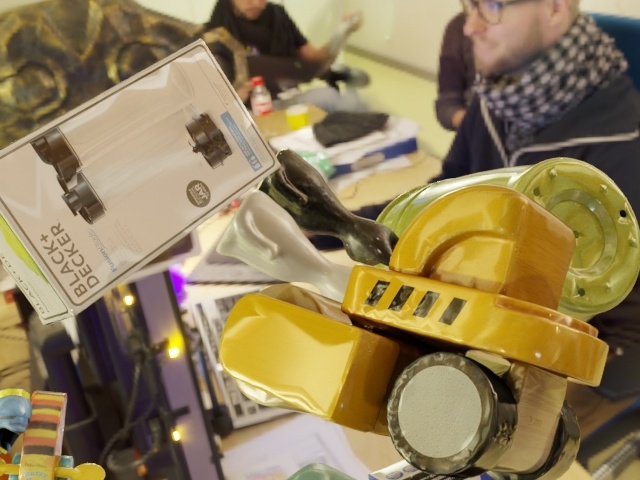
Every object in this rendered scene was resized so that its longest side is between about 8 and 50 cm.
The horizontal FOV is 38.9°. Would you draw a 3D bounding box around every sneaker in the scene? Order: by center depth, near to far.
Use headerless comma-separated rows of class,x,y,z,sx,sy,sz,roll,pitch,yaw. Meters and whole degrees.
sneaker,-0.528,0.308,1.424,0.209,0.069,0.082,-33,51,30

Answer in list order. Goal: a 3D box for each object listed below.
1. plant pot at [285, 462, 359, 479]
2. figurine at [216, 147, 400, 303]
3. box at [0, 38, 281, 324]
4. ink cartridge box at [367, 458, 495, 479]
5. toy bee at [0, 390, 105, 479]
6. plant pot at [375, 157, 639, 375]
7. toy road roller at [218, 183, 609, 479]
plant pot,0.024,0.294,0.571,0.247,0.252,0.248,-31,26,-32
figurine,0.000,0.000,1.127,0.209,0.092,0.215,31,31,-3
box,-0.198,-0.064,0.922,0.290,0.169,0.087,-38,13,-34
ink cartridge box,0.158,0.272,1.005,0.207,0.097,0.046,-16,12,-26
toy bee,-0.443,0.402,1.451,0.195,0.298,0.162,-15,9,-6
plant pot,0.308,0.031,1.464,0.366,0.366,0.353,-23,-4,-27
toy road roller,0.095,0.070,0.824,0.330,0.240,0.202,13,-8,38
